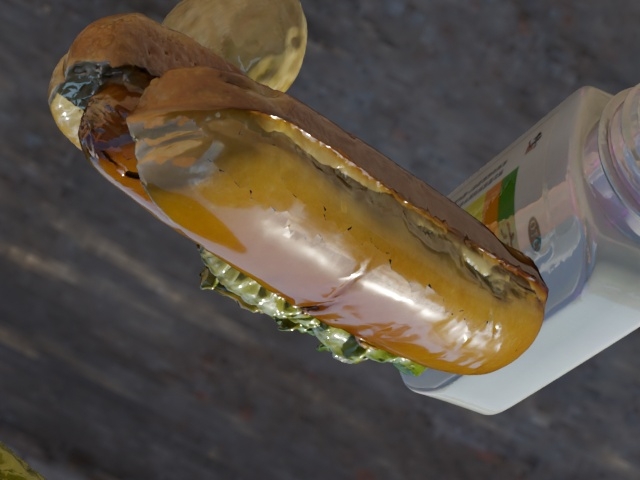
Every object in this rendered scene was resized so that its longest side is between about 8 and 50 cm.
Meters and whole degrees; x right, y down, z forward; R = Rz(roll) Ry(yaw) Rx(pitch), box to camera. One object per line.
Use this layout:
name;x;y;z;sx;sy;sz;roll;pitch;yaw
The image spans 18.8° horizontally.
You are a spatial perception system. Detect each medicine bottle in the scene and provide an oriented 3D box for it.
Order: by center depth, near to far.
medicine bottle;0.180;-0.003;1.425;0.124;0.179;0.324;21;146;-23

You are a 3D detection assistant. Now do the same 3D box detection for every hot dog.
hot dog;0.000;0.000;0.931;0.135;0.100;0.337;31;180;39

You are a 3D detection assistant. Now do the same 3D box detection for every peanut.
peanut;-0.078;-0.159;1.593;0.159;0.140;0.109;-123;14;-63

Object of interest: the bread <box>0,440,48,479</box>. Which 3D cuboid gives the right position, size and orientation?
bread;-0.196;0.249;0.880;0.308;0.348;0.348;49;170;9
